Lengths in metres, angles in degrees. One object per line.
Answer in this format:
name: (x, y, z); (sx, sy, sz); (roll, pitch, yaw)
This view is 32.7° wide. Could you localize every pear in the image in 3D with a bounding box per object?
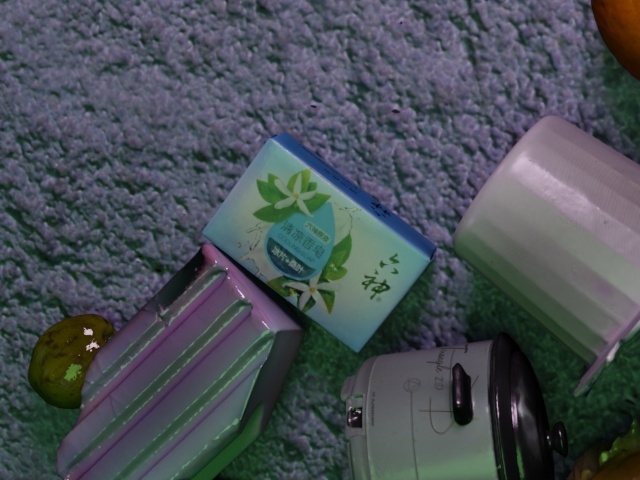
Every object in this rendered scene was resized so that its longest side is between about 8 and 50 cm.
pear: (-0.301, 0.150, 1.346); (0.131, 0.107, 0.107); (-37, 93, 25)

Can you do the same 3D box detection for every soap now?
soap: (-0.167, 0.183, 1.281); (0.324, 0.109, 0.193); (-44, 68, 10)

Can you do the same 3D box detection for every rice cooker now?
rice cooker: (0.155, 0.228, 1.196); (0.227, 0.241, 0.280); (-9, 140, 16)

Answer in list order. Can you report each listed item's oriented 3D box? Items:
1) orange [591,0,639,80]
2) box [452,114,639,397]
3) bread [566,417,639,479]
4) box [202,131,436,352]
orange: (0.381, -0.253, 1.077); (0.224, 0.170, 0.224); (7, 105, 28)
box: (0.255, 0.004, 1.116); (0.206, 0.291, 0.262); (37, 111, 13)
bread: (0.434, 0.378, 1.197); (0.388, 0.183, 0.236); (32, 104, 4)
box: (0.000, 0.000, 1.259); (0.232, 0.083, 0.142); (38, 105, 3)
